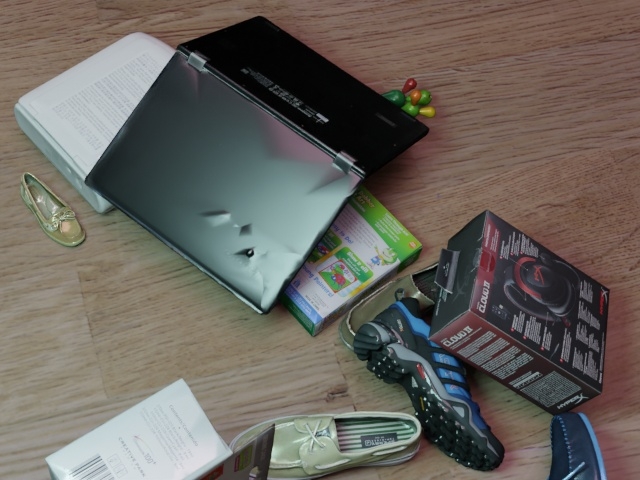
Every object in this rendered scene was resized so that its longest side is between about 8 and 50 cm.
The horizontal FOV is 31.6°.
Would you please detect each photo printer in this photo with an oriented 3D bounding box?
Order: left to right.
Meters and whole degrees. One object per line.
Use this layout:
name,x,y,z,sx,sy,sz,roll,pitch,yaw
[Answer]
photo printer,-0.336,-0.219,1.975,0.307,0.107,0.256,-37,71,-25

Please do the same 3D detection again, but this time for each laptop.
laptop,-0.097,-0.146,1.892,0.382,0.236,0.408,36,35,12

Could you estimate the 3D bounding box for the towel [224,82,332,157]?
towel,-0.072,-0.216,2.009,0.187,0.049,0.282,-8,50,-1

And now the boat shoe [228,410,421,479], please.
boat shoe,0.007,0.301,1.713,0.302,0.094,0.109,-7,61,-11

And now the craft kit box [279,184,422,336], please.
craft kit box,0.000,0.000,1.917,0.246,0.061,0.250,-36,69,-21

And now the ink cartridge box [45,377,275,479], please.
ink cartridge box,-0.212,0.330,1.546,0.272,0.309,0.130,-29,67,-22

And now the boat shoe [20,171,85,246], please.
boat shoe,-0.452,-0.052,1.896,0.056,0.048,0.153,-33,68,-23

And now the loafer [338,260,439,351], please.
loafer,0.137,0.095,1.855,0.251,0.087,0.094,-32,68,-23

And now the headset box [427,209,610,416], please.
headset box,0.305,0.107,1.775,0.293,0.110,0.218,31,47,-16

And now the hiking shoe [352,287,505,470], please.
hiking shoe,0.194,0.217,1.748,0.304,0.113,0.132,50,59,-2

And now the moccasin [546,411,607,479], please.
moccasin,0.364,0.416,1.665,0.117,0.138,0.342,-2,59,0

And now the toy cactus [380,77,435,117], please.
toy cactus,0.096,-0.238,2.051,0.219,0.112,0.180,-40,61,-16
